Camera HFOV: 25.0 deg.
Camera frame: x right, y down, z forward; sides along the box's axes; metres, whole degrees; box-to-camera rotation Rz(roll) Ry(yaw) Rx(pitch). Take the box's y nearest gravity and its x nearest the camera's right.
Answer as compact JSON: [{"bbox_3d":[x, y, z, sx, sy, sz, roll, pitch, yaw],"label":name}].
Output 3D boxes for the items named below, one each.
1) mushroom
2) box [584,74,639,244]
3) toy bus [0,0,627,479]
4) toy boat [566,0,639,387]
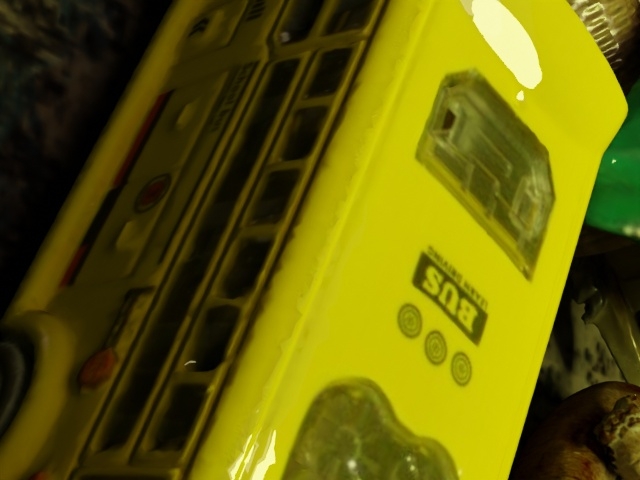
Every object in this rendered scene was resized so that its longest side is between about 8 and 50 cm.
[{"bbox_3d":[0.135,0.126,0.642,0.127,0.087,0.127,13,71,-41],"label":"mushroom"},{"bbox_3d":[0.274,-0.052,0.623,0.336,0.264,0.106,-57,157,-46],"label":"box"},{"bbox_3d":[0.000,0.000,0.477,0.144,0.152,0.330,44,52,-30],"label":"toy bus"},{"bbox_3d":[0.114,-0.080,0.650,0.310,0.089,0.115,67,26,-13],"label":"toy boat"}]
